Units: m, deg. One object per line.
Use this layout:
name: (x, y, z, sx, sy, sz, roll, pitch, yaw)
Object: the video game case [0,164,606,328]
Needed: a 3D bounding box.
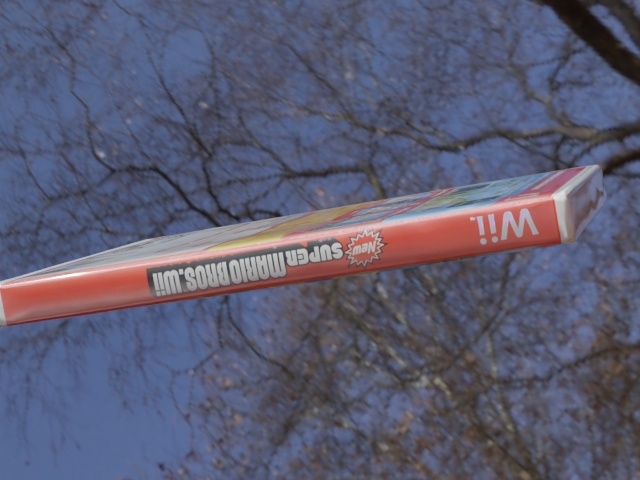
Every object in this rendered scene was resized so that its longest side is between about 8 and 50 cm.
video game case: (0.000, 0.000, 0.675, 0.285, 0.204, 0.025, -9, -86, 17)
